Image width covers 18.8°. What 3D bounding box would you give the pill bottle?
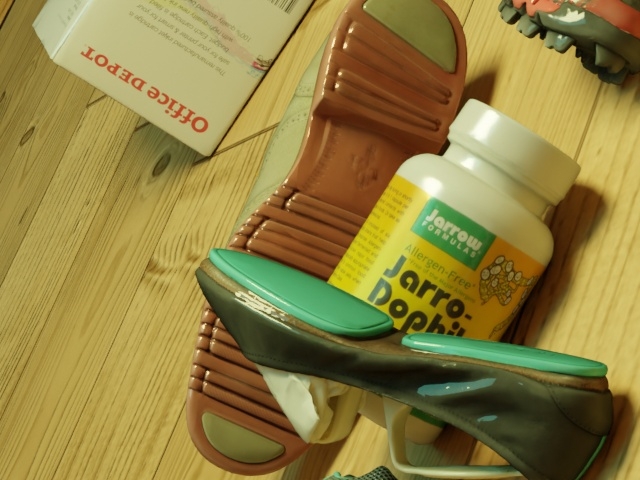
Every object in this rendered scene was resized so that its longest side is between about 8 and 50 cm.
[{"bbox_3d":[0.079,0.018,1.258,0.208,0.118,0.117,-57,21,2],"label":"pill bottle"}]

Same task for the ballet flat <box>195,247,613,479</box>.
[{"bbox_3d":[0.035,0.084,1.145,0.280,0.095,0.096,17,98,29],"label":"ballet flat"}]

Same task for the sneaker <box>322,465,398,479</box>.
[{"bbox_3d":[0.003,0.192,1.292,0.166,0.065,0.076,-20,27,53],"label":"sneaker"}]

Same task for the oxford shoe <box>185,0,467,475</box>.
[{"bbox_3d":[0.000,0.000,1.463,0.397,0.140,0.146,-65,10,-19],"label":"oxford shoe"}]

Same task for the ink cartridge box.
[{"bbox_3d":[-0.140,-0.265,2.008,0.270,0.198,0.197,-56,22,6],"label":"ink cartridge box"}]

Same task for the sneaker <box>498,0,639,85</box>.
[{"bbox_3d":[0.185,-0.204,1.348,0.135,0.098,0.276,-54,20,17],"label":"sneaker"}]

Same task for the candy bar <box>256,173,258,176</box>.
[{"bbox_3d":[-0.017,-0.119,1.790,0.040,0.018,0.161,-9,52,63],"label":"candy bar"}]
